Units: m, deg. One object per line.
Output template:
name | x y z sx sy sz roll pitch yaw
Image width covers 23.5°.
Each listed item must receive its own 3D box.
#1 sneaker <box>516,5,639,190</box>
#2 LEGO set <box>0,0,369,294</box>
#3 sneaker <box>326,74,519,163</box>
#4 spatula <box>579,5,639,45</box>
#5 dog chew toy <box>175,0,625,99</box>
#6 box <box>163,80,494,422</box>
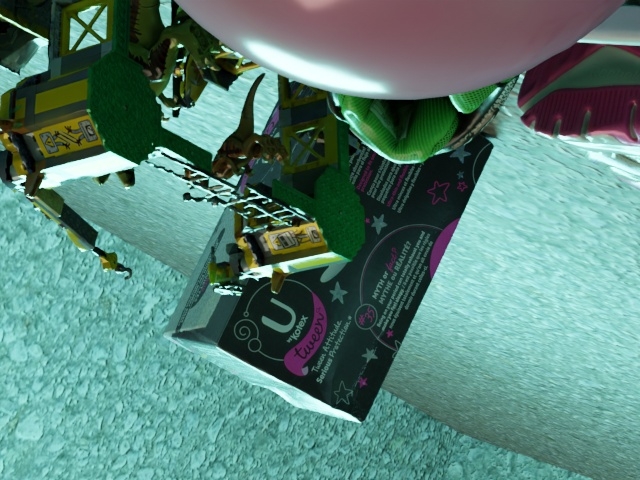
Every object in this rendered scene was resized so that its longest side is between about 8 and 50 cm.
sneaker | 0.232 -0.061 0.826 0.111 0.103 0.252 28 177 -42
LEGO set | -0.125 -0.094 0.969 0.192 0.255 0.331 -12 167 31
sneaker | 0.040 -0.113 0.845 0.134 0.146 0.343 25 172 -2
spatula | 0.096 -0.131 0.598 0.242 0.168 0.019 7 144 37
dog chew toy | 0.066 -0.160 0.429 0.206 0.207 0.332 29 159 -23
box | 0.000 0.000 1.237 0.142 0.247 0.163 30 169 -18
